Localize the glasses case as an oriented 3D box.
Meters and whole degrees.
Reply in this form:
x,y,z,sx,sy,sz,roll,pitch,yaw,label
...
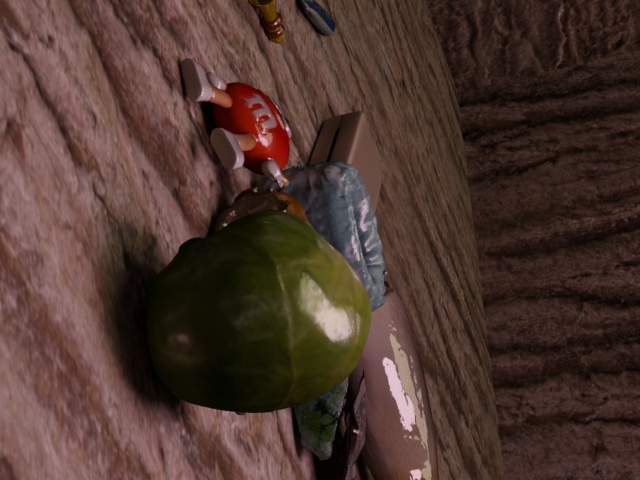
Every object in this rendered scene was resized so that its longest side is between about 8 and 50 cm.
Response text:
x,y,z,sx,sy,sz,roll,pitch,yaw,label
0.040,-0.098,2.298,0.336,0.076,0.144,-73,149,-65,glasses case

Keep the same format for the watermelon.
x,y,z,sx,sy,sz,roll,pitch,yaw,label
0.001,0.232,1.875,0.139,0.071,0.187,90,12,-50,watermelon

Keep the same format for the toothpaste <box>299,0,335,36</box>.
x,y,z,sx,sy,sz,roll,pitch,yaw,label
-0.007,-0.409,2.480,0.057,0.034,0.197,65,11,16,toothpaste

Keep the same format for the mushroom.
x,y,z,sx,sy,sz,roll,pitch,yaw,label
0.103,0.245,2.146,0.154,0.137,0.407,79,-4,-74,mushroom

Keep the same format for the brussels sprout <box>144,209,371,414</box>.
x,y,z,sx,sy,sz,roll,pitch,yaw,label
-0.067,0.078,1.374,0.244,0.244,0.244,-12,90,-77,brussels sprout

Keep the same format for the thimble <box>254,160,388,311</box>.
x,y,z,sx,sy,sz,roll,pitch,yaw,label
0.000,0.000,1.892,0.198,0.143,0.235,-71,145,-67,thimble

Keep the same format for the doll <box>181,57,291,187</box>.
x,y,z,sx,sy,sz,roll,pitch,yaw,label
-0.091,-0.140,1.731,0.183,0.085,0.217,62,13,18,doll

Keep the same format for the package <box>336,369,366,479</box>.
x,y,z,sx,sy,sz,roll,pitch,yaw,label
0.044,0.293,1.954,0.239,0.030,0.154,-54,156,-73,package

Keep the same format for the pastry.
x,y,z,sx,sy,sz,roll,pitch,yaw,label
-0.062,0.038,1.686,0.218,0.100,0.229,45,40,-60,pastry

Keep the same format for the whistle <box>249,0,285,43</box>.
x,y,z,sx,sy,sz,roll,pitch,yaw,label
-0.084,-0.349,2.114,0.046,0.057,0.109,-47,154,-17,whistle
